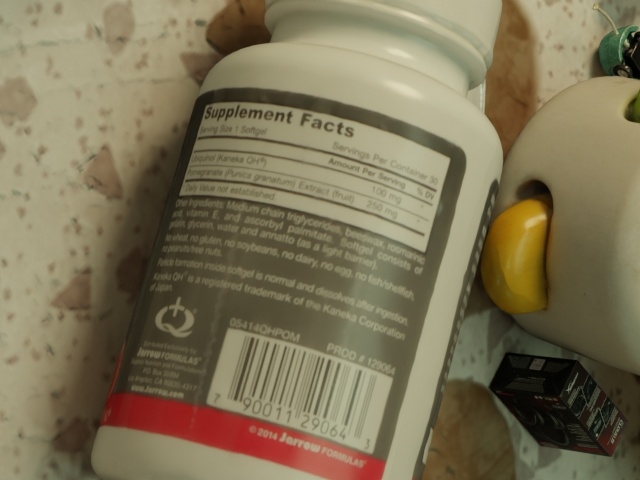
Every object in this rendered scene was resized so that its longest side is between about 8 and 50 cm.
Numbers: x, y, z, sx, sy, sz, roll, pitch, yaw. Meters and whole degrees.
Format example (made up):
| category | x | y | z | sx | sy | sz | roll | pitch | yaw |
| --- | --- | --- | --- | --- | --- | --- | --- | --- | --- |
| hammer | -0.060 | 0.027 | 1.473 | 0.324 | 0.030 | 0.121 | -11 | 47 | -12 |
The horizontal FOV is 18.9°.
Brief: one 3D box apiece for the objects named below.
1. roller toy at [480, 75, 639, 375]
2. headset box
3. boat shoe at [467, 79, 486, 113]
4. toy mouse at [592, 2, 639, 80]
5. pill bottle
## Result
| category | x | y | z | sx | sy | sz | roll | pitch | yaw |
| --- | --- | --- | --- | --- | --- | --- | --- | --- | --- |
| roller toy | 0.211 | -0.008 | 1.282 | 0.191 | 0.146 | 0.209 | 45 | 72 | -40 |
| headset box | 0.164 | 0.113 | 1.300 | 0.083 | 0.062 | 0.032 | 49 | 60 | -35 |
| boat shoe | 0.081 | -0.038 | 1.207 | 0.066 | 0.063 | 0.184 | 29 | 72 | -42 |
| toy mouse | 0.226 | -0.160 | 1.367 | 0.143 | 0.031 | 0.161 | -5 | 95 | -45 |
| pill bottle | 0.000 | 0.000 | 1.050 | 0.176 | 0.176 | 0.319 | 27 | 74 | -42 |
